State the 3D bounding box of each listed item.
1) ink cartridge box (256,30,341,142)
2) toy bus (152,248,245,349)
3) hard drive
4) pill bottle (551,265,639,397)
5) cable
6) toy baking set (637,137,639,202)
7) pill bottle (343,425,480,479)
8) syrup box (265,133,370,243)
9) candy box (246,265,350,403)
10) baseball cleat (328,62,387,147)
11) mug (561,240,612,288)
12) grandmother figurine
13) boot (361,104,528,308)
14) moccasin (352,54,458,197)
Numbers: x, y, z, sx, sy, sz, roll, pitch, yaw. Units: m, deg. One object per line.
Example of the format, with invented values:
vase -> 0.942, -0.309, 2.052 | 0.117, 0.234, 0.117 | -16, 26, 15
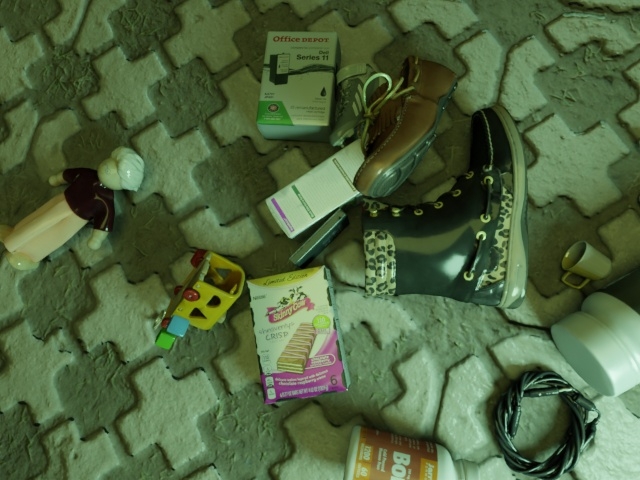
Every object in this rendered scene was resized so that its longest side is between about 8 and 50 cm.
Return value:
ink cartridge box -> -0.042, -0.322, 0.871 | 0.153, 0.087, 0.208 | 4, 81, 7
toy bus -> -0.230, 0.121, 0.812 | 0.104, 0.202, 0.190 | 30, 79, -21
hard drive -> 0.000, 0.000, 0.809 | 0.135, 0.094, 0.022 | -45, 79, -1
pill bottle -> 0.551, 0.126, 0.682 | 0.283, 0.161, 0.161 | -31, 78, 1
cable -> 0.386, 0.324, 0.731 | 0.150, 0.047, 0.184 | 42, 89, 12
toy baking set -> 0.700, -0.126, 0.775 | 0.197, 0.030, 0.256 | 1, 81, 11
pill bottle -> 0.150, 0.402, 0.711 | 0.216, 0.121, 0.121 | 9, 82, 9
syrup box -> 0.019, -0.097, 0.823 | 0.237, 0.093, 0.096 | -32, 79, 1
candy box -> -0.042, 0.177, 0.798 | 0.159, 0.071, 0.233 | -12, 79, 6
baseball cleat -> 0.055, -0.277, 0.833 | 0.109, 0.072, 0.206 | 43, 60, -12
mug -> 0.488, 0.046, 0.765 | 0.064, 0.078, 0.062 | 29, 53, 2
grandmother figurine -> -0.519, -0.074, 0.890 | 0.342, 0.104, 0.207 | -37, 87, 3
boot -> 0.218, -0.062, 0.776 | 0.285, 0.138, 0.377 | -1, 86, 7
moccasin -> 0.135, -0.219, 0.730 | 0.147, 0.139, 0.380 | 31, 58, -1
